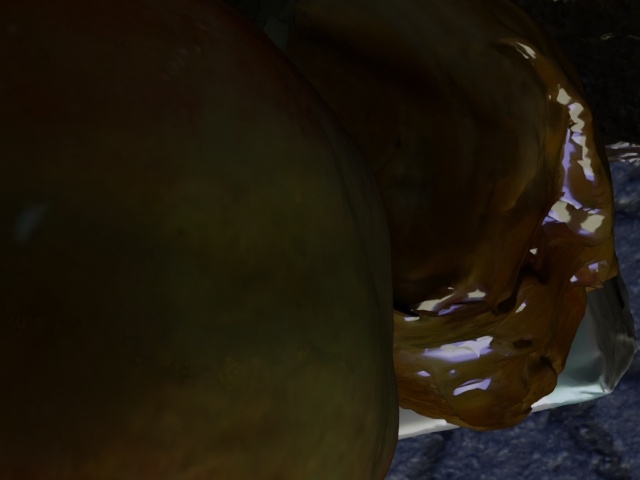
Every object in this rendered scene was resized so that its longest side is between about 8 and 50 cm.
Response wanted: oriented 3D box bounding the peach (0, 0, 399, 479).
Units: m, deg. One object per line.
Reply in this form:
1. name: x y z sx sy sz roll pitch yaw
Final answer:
1. peach: -0.099 0.023 0.424 0.232 0.232 0.257 -13 163 23

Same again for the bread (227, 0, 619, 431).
1. bread: 0.027 -0.023 0.791 0.195 0.148 0.344 18 170 13

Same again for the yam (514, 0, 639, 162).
1. yam: 0.117 -0.094 0.981 0.128 0.129 0.238 30 175 -11

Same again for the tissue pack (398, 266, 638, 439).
1. tissue pack: 0.000 0.000 1.238 0.356 0.266 0.194 -14 -179 17
